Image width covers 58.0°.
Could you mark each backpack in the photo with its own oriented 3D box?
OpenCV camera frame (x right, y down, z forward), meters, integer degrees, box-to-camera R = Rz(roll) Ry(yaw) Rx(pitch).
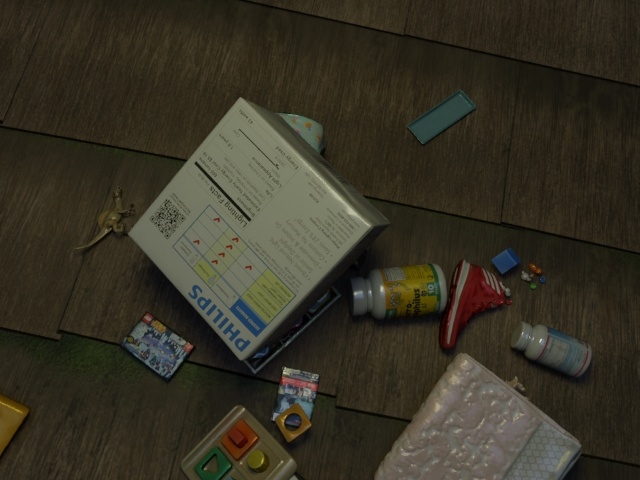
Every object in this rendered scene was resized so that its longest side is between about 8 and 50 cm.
[{"bbox_3d":[-0.072,-0.218,1.365,0.165,0.188,0.144,12,71,-1],"label":"backpack"}]

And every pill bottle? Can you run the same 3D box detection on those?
[{"bbox_3d":[0.521,0.244,1.312,0.160,0.087,0.087,22,72,4],"label":"pill bottle"},{"bbox_3d":[0.171,0.118,1.311,0.208,0.117,0.118,-4,72,-6],"label":"pill bottle"}]

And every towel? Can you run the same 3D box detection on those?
[{"bbox_3d":[0.329,0.460,1.209,0.317,0.053,0.332,36,85,9],"label":"towel"}]

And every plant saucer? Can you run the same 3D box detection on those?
[{"bbox_3d":[0.318,-0.324,1.520,0.192,0.018,0.067,-35,78,-15],"label":"plant saucer"}]

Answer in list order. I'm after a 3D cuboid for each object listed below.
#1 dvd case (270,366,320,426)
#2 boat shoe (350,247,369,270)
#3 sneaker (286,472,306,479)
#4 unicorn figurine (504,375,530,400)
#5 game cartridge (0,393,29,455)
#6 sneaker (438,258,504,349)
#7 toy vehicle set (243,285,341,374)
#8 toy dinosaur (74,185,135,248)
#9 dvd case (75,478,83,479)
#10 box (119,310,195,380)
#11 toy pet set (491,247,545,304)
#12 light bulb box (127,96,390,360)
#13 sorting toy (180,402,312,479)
[{"bbox_3d":[-0.054,0.346,1.274,0.087,0.013,0.119,12,70,0],"label":"dvd case"},{"bbox_3d":[0.000,0.000,1.355,0.227,0.081,0.069,21,68,0],"label":"boat shoe"},{"bbox_3d":[0.054,0.557,1.178,0.147,0.104,0.296,-34,65,-33],"label":"sneaker"},{"bbox_3d":[0.409,0.387,1.271,0.111,0.060,0.162,-13,81,1],"label":"unicorn figurine"},{"bbox_3d":[-0.800,0.388,1.125,0.323,0.052,0.285,34,71,-18],"label":"game cartridge"},{"bbox_3d":[0.356,0.159,1.329,0.128,0.087,0.221,18,73,3],"label":"sneaker"},{"bbox_3d":[-0.103,0.155,1.321,0.267,0.035,0.166,-41,79,-15],"label":"toy vehicle set"},{"bbox_3d":[-0.489,-0.038,1.356,0.092,0.053,0.183,13,63,16],"label":"toy dinosaur"},{"bbox_3d":[-0.577,0.592,1.151,0.221,0.018,0.165,-14,72,-8],"label":"dvd case"},{"bbox_3d":[-0.360,0.233,1.280,0.137,0.027,0.094,34,72,7],"label":"box"},{"bbox_3d":[0.471,0.074,1.376,0.122,0.065,0.114,-31,77,-14],"label":"toy pet set"},{"bbox_3d":[-0.117,-0.023,1.171,0.358,0.225,0.361,46,103,10],"label":"light bulb box"},{"bbox_3d":[-0.172,0.456,1.180,0.347,0.047,0.196,-44,57,-16],"label":"sorting toy"}]
